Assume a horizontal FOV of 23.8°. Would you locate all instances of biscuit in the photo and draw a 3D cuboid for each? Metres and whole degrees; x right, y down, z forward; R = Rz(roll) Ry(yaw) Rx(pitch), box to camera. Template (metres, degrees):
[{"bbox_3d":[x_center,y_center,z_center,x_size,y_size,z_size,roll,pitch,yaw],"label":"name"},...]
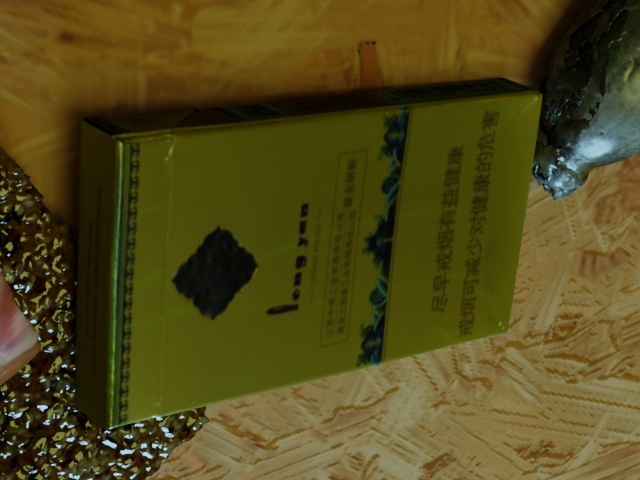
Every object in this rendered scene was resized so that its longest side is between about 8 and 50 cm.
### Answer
[{"bbox_3d":[-0.154,0.063,0.768,0.131,0.025,0.231,-41,128,-10],"label":"biscuit"}]

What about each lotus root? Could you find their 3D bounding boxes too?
[{"bbox_3d":[0.176,-0.095,0.879,0.088,0.088,0.165,30,103,-39],"label":"lotus root"}]

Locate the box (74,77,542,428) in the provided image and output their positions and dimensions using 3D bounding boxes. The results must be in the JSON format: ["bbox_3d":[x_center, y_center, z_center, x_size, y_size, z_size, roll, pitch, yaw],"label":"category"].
[{"bbox_3d":[0.001,0.000,0.814,0.279,0.041,0.153,-10,115,-35],"label":"box"}]

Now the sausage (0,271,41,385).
[{"bbox_3d":[-0.273,0.034,0.544,0.287,0.233,0.233,-41,128,-13],"label":"sausage"}]
